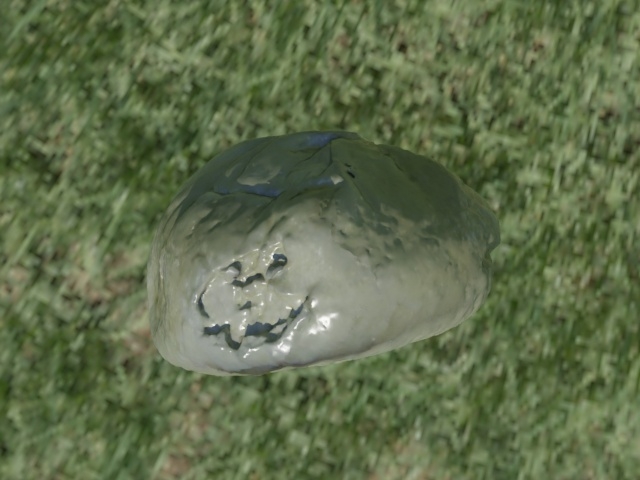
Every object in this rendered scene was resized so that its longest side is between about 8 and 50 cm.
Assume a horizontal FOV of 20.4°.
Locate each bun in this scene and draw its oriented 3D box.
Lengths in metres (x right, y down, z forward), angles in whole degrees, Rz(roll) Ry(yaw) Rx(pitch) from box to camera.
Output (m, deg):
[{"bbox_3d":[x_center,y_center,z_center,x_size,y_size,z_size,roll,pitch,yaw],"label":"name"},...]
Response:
[{"bbox_3d":[0.000,0.000,1.057,0.220,0.220,0.134,-9,96,24],"label":"bun"}]
